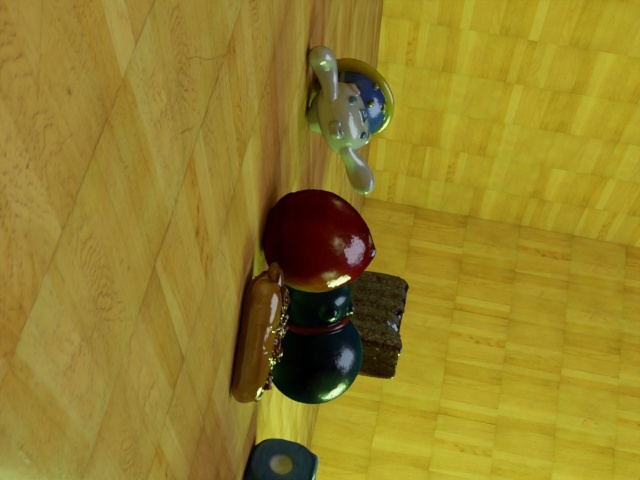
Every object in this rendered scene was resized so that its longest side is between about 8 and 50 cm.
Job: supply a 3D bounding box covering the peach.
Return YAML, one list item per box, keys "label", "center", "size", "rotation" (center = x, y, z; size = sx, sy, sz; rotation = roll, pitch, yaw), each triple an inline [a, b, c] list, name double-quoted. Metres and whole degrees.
- label: "peach"
  center: [0.000, 0.000, 1.643]
  size: [0.197, 0.197, 0.198]
  rotation: [11, 90, -85]

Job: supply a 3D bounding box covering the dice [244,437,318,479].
- label: "dice"
  center: [-0.086, 0.520, 2.018]
  size: [0.143, 0.146, 0.146]
  rotation: [-69, 169, -53]

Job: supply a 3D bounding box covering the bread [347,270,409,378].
- label: "bread"
  center: [0.121, 0.188, 2.264]
  size: [0.416, 0.165, 0.113]
  rotation: [-69, 170, -69]

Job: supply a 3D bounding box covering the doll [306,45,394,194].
- label: "doll"
  center: [0.032, -0.282, 1.870]
  size: [0.243, 0.159, 0.311]
  rotation: [-61, 141, -33]

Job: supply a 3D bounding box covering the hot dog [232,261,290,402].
- label: "hot dog"
  center: [-0.096, 0.157, 1.577]
  size: [0.102, 0.076, 0.249]
  rotation: [-46, 147, -75]

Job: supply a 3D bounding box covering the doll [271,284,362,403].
- label: "doll"
  center: [-0.015, 0.194, 1.867]
  size: [0.186, 0.198, 0.322]
  rotation: [-125, -152, -54]
